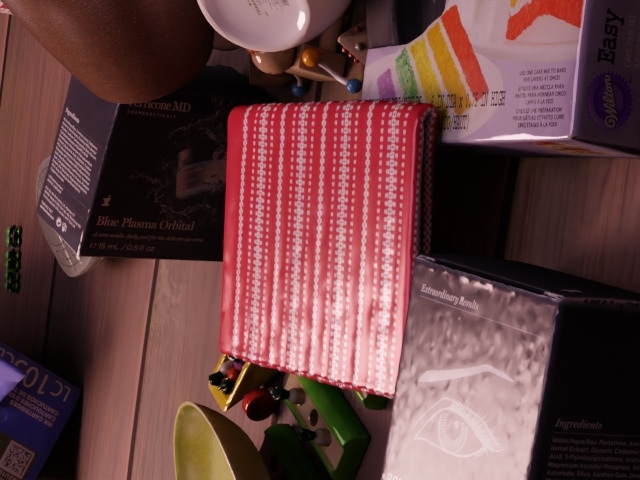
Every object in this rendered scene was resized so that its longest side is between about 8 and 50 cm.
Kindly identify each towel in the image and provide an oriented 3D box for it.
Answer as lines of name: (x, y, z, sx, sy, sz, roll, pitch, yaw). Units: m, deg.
towel: (0.000, 0.000, 1.143, 0.275, 0.031, 0.199, 7, 96, 60)

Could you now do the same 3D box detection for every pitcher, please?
pitcher: (-0.030, -0.252, 1.150, 0.125, 0.178, 0.207, -6, 44, 27)

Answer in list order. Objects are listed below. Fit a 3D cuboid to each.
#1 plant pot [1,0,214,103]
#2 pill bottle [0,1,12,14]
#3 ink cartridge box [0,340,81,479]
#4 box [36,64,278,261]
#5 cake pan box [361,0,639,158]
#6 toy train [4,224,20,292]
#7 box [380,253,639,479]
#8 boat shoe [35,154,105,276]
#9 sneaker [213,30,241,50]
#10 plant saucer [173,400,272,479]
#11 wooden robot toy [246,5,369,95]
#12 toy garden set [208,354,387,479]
plant pot: (-0.164, -0.225, 1.216, 0.215, 0.215, 0.230, -121, 8, -48)
pill bottle: (-0.384, -0.322, 1.812, 0.121, 0.221, 0.121, -19, 68, 59)
ink cartridge box: (-0.443, 0.165, 1.749, 0.395, 0.270, 0.151, -11, 49, 60)
box: (-0.141, -0.071, 1.382, 0.093, 0.156, 0.158, 39, 119, 47)
cake pan box: (0.121, -0.178, 1.037, 0.267, 0.070, 0.246, 9, 90, 62)
toy train: (-0.371, 0.023, 1.932, 0.023, 0.017, 0.083, 153, 119, -68)
box: (0.120, 0.122, 0.932, 0.153, 0.108, 0.207, 20, 101, 61)
boat shoe: (-0.194, -0.066, 1.566, 0.118, 0.103, 0.320, 61, 145, 19)
sneaker: (-0.126, -0.206, 1.465, 0.256, 0.094, 0.151, 60, 140, 46)
plant saucer: (-0.062, 0.239, 1.249, 0.241, 0.037, 0.241, 169, 90, -71)
wooden robot toy: (-0.026, -0.158, 1.281, 0.173, 0.079, 0.076, 6, 90, 61)
toy garden set: (-0.017, 0.081, 1.248, 0.204, 0.049, 0.244, 54, 130, 51)
